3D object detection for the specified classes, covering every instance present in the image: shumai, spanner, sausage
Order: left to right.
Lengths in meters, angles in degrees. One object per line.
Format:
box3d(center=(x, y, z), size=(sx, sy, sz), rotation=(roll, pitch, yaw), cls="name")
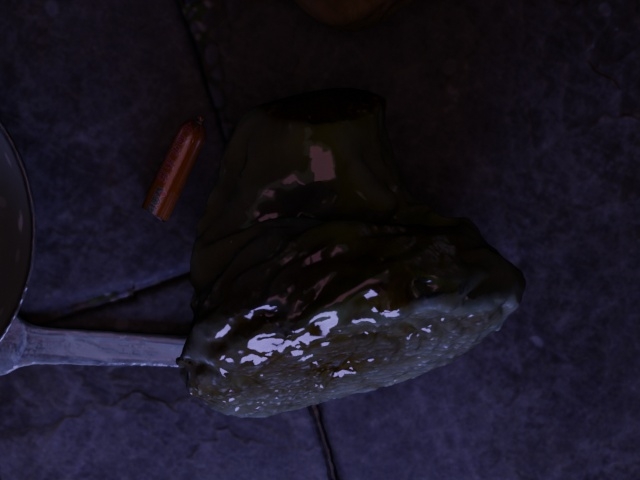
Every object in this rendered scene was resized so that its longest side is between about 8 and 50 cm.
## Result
box3d(center=(-0.195, 0.109, 1.154), size=(0.302, 0.017, 0.071), rotation=(4, 99, -6), cls="spanner")
box3d(center=(-0.139, -0.072, 1.124), size=(0.031, 0.031, 0.107), rotation=(25, 96, -9), cls="sausage")
box3d(center=(0.000, 0.000, 1.084), size=(0.309, 0.304, 0.263), rotation=(0, 67, -32), cls="shumai")

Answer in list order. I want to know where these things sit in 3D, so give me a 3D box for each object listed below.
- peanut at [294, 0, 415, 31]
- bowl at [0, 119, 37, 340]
box3d(center=(0.061, -0.305, 1.068), size=(0.233, 0.110, 0.196), rotation=(-20, 102, -1), cls="peanut")
box3d(center=(-0.416, -0.021, 1.043), size=(0.337, 0.157, 0.337), rotation=(-1, 100, -6), cls="bowl")
